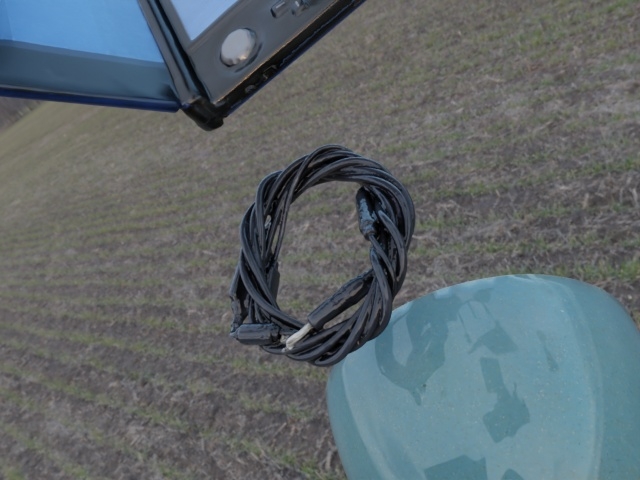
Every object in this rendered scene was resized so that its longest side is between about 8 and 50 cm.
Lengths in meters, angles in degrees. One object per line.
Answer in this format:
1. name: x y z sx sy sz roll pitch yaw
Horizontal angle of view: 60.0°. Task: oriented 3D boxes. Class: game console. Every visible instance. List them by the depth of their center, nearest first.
1. game console: -0.139 -0.235 0.394 0.250 0.173 0.293 -37 60 13

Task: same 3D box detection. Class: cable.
1. cable: 0.000 0.000 0.425 0.150 0.047 0.184 0 62 37

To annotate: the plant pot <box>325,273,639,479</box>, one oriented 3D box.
1. plant pot: 0.157 0.198 0.454 0.290 0.290 0.195 -27 39 17
